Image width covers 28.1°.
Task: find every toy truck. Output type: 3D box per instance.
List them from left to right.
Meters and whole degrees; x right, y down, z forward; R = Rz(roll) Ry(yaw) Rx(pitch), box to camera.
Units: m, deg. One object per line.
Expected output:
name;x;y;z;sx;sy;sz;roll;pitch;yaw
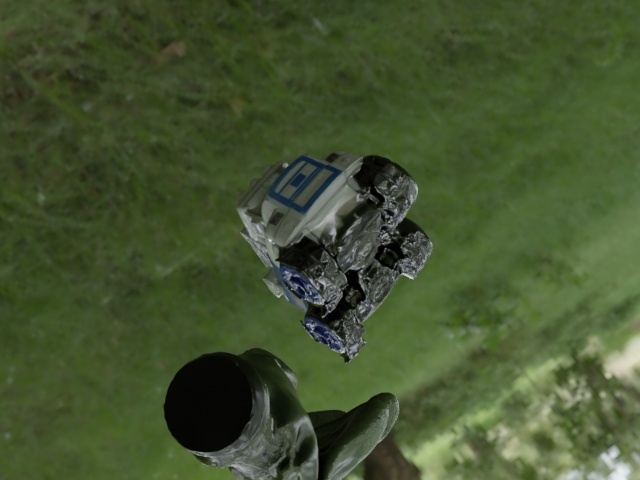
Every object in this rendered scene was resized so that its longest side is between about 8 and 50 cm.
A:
toy truck;0.000;0.000;1.311;0.161;0.177;0.213;-48;145;-20

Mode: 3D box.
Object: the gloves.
gloves;-0.030;0.136;0.946;0.107;0.135;0.268;-43;155;15
